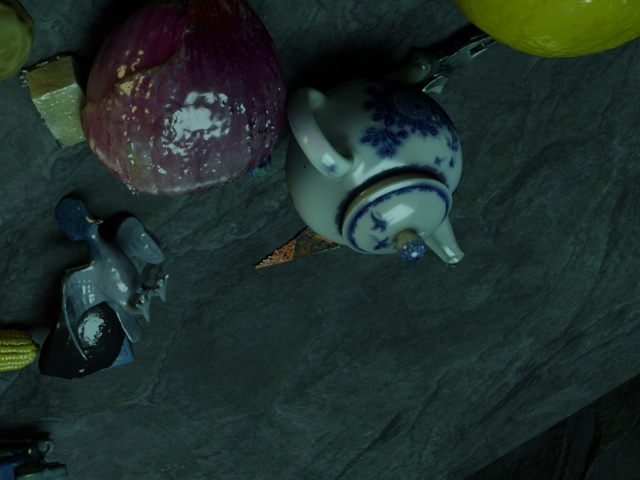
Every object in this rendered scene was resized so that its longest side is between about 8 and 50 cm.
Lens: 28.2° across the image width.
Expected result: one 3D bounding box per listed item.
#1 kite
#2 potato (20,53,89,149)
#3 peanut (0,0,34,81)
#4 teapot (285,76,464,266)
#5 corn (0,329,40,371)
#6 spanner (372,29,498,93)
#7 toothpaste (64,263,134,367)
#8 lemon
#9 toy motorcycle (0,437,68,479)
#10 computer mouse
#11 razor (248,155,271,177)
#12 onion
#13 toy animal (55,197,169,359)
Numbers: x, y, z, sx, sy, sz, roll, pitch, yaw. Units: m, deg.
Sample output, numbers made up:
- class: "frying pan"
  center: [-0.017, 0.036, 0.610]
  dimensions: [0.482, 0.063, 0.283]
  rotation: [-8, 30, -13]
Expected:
- class: "kite"
  center: [0.000, -0.001, 2.192]
  dimensions: [0.222, 0.008, 0.125]
  rotation: [-37, 148, 20]
- class: "potato"
  center: [-0.323, -0.177, 1.623]
  dimensions: [0.086, 0.061, 0.122]
  rotation: [-24, 149, 1]
- class: "peanut"
  center: [-0.422, -0.248, 1.361]
  dimensions: [0.147, 0.147, 0.305]
  rotation: [-31, 150, 10]
- class: "teapot"
  center: [0.084, -0.082, 1.781]
  dimensions: [0.252, 0.280, 0.424]
  rotation: [-34, 143, 17]
- class: "corn"
  center: [-0.544, 0.177, 2.012]
  dimensions: [0.206, 0.067, 0.067]
  rotation: [-3, 144, -32]
- class: "spanner"
  center: [0.129, -0.234, 1.886]
  dimensions: [0.324, 0.040, 0.095]
  rotation: [-29, 151, 9]
- class: "toothpaste"
  center: [-0.357, 0.125, 2.087]
  dimensions: [0.066, 0.053, 0.272]
  rotation: [-16, 150, -8]
- class: "lemon"
  center: [0.296, -0.373, 1.532]
  dimensions: [0.336, 0.336, 0.336]
  rotation: [-18, 150, -11]
- class: "toy motorcycle"
  center: [-0.618, 0.468, 2.302]
  dimensions: [0.319, 0.182, 0.241]
  rotation: [-7, 146, -31]
- class: "computer mouse"
  center: [-0.370, 0.156, 2.004]
  dimensions: [0.122, 0.073, 0.217]
  rotation: [-2, 145, -25]
- class: "razor"
  center: [-0.117, -0.163, 1.804]
  dimensions: [0.093, 0.056, 0.324]
  rotation: [-27, 151, -1]
- class: "onion"
  center: [-0.147, -0.195, 1.560]
  dimensions: [0.267, 0.159, 0.349]
  rotation: [-19, 140, -26]
- class: "toy animal"
  center: [-0.309, 0.047, 1.899]
  dimensions: [0.239, 0.176, 0.255]
  rotation: [-48, 158, -40]
